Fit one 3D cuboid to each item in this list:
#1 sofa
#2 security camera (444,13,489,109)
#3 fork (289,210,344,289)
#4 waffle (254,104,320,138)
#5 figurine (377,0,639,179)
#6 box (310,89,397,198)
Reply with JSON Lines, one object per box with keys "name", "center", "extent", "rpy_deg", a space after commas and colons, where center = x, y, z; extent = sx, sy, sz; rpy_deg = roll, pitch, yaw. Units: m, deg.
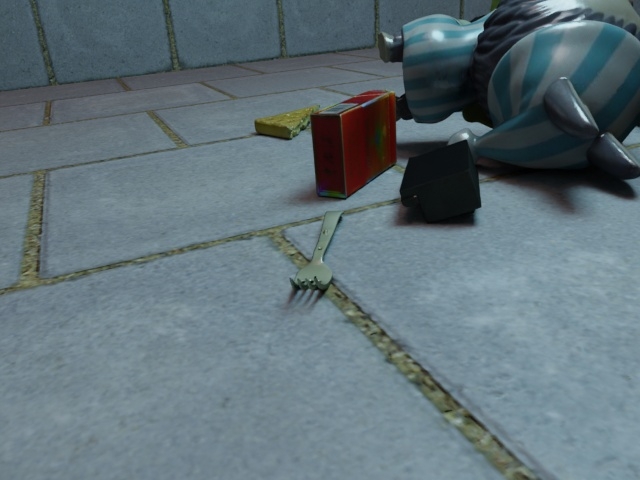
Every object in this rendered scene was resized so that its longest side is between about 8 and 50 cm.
{"name": "sofa", "center": [0.147, -0.067, 0.678], "extent": [0.085, 0.060, 0.147], "rpy_deg": [-15, 19, 19]}
{"name": "security camera", "center": [0.346, -0.409, 1.260], "extent": [0.277, 0.191, 0.197], "rpy_deg": [-16, 24, -26]}
{"name": "fork", "center": [0.001, 0.006, 0.569], "extent": [0.034, 0.029, 0.219], "rpy_deg": [-8, 18, 11]}
{"name": "waffle", "center": [-0.028, -0.247, 1.142], "extent": [0.191, 0.032, 0.125], "rpy_deg": [-25, 29, -37]}
{"name": "figurine", "center": [0.268, -0.221, 0.754], "extent": [0.361, 0.266, 0.378], "rpy_deg": [-7, 22, 8]}
{"name": "box", "center": [0.050, -0.139, 0.777], "extent": [0.048, 0.112, 0.175], "rpy_deg": [8, 25, 29]}
